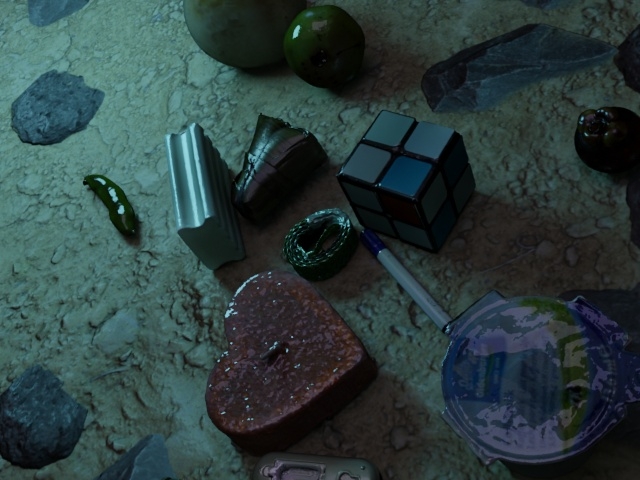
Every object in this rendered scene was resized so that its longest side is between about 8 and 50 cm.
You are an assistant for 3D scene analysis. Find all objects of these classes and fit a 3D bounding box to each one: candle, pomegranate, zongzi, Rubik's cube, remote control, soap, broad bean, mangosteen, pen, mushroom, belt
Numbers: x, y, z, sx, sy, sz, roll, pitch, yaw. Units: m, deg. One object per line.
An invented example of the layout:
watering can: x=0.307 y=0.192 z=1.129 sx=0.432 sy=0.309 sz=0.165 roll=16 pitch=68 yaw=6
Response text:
candle: x=-0.051 y=0.208 z=1.381 sx=0.287 sy=0.131 sz=0.317 roll=3 pitch=60 yaw=20
pomegranate: x=0.005 y=-0.443 z=1.766 sx=0.179 sy=0.179 sz=0.211 roll=-22 pitch=52 yaw=7
zongzi: x=-0.134 y=-0.165 z=1.680 sx=0.221 sy=0.112 sz=0.242 roll=-46 pitch=46 yaw=-11
Rubik's cube: x=0.162 y=-0.109 z=1.475 sx=0.180 sy=0.183 sz=0.167 roll=22 pitch=69 yaw=30
remote control: x=-0.008 y=0.386 z=1.294 sx=0.221 sy=0.042 sz=0.078 roll=-1 pitch=56 yaw=21
soap: x=-0.239 y=-0.091 z=1.633 sx=0.087 sy=0.160 sz=0.266 roll=-21 pitch=53 yaw=8
broad bean: x=-0.466 y=-0.089 z=1.793 sx=0.065 sy=0.046 sz=0.254 roll=-44 pitch=52 yaw=-2
mangosteen: x=0.510 y=-0.185 z=1.417 sx=0.140 sy=0.140 sz=0.140 roll=-10 pitch=55 yaw=15
pen: x=0.155 y=0.070 z=1.451 sx=0.033 sy=0.033 sz=0.269 roll=-37 pitch=53 yaw=-5
mushroom: x=-0.167 y=-0.565 z=1.876 sx=0.292 sy=0.293 sz=0.290 roll=-6 pitch=38 yaw=18
belt: x=0.000 y=0.000 z=1.528 sx=0.151 sy=0.079 sz=0.121 roll=-37 pitch=52 yaw=-6

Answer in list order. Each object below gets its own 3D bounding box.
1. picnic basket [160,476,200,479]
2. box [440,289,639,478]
picnic basket: x=-0.154 y=0.452 z=1.236 sx=0.196 sy=0.154 sz=0.134 roll=0 pitch=58 yaw=21
box: x=0.336 y=0.226 z=1.164 sx=0.291 sy=0.206 sz=0.263 roll=-5 pitch=57 yaw=17
